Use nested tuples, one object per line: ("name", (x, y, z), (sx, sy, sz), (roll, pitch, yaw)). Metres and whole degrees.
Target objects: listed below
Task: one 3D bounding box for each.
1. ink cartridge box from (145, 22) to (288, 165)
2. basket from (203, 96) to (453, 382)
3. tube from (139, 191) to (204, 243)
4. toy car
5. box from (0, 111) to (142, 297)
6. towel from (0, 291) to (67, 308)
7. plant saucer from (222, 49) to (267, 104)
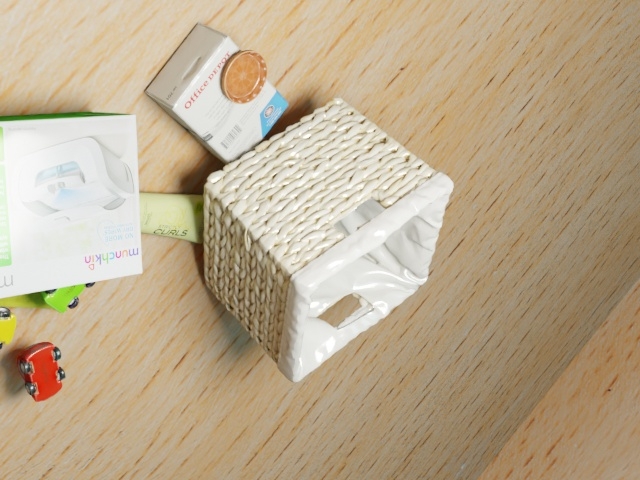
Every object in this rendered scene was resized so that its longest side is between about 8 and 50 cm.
("ink cartridge box", (-0.157, -0.221, 1.529), (0.140, 0.082, 0.190), (-53, 140, -5))
("basket", (0.000, 0.000, 1.646), (0.328, 0.266, 0.331), (-35, 155, -25))
("tube", (-0.257, -0.043, 1.573), (0.070, 0.062, 0.240), (-28, 161, 32))
("toy car", (-0.421, 0.106, 1.473), (0.225, 0.053, 0.239), (-52, 142, -11))
("box", (-0.387, -0.053, 1.328), (0.262, 0.126, 0.231), (-9, 103, -43))
("towel", (-0.461, 0.054, 1.453), (0.237, 0.021, 0.102), (9, 110, -49))
("plant saucer", (-0.115, -0.247, 1.480), (0.083, 0.013, 0.084), (-27, 131, -35))
